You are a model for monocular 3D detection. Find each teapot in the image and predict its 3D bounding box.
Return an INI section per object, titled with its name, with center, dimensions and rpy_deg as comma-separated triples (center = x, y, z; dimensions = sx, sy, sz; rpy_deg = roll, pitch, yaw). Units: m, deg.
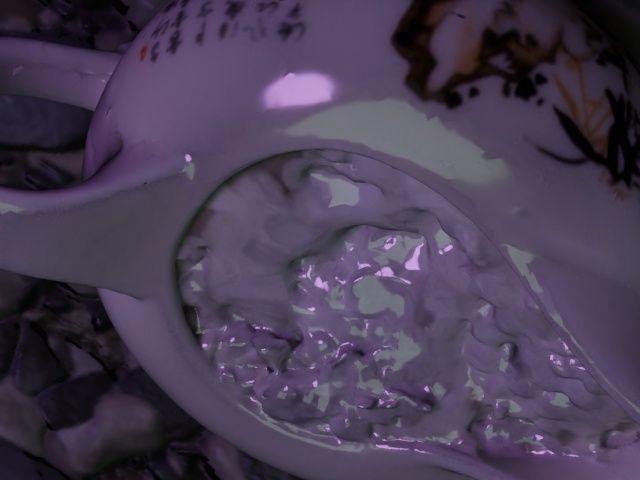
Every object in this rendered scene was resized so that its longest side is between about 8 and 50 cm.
[teapot]
center = 0.000, 0.000, 0.509
dimensions = 0.300, 0.166, 0.208
rpy_deg = 14, 139, -5
